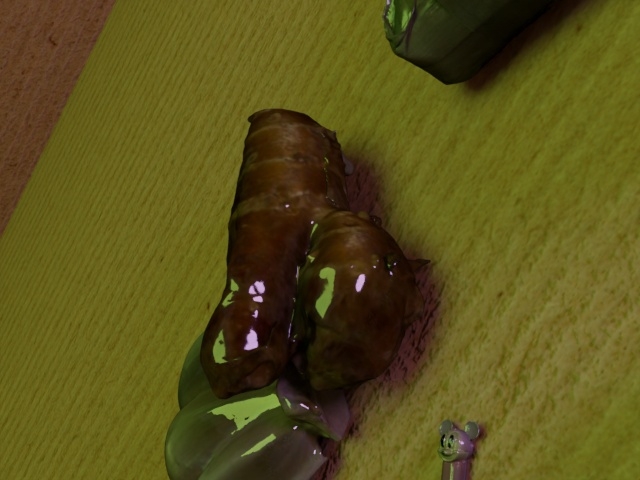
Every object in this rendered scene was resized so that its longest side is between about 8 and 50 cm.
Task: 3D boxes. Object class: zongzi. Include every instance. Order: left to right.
[{"bbox_3d":[0.209,-0.400,0.862,0.323,0.160,0.360,-32,42,32],"label":"zongzi"}]

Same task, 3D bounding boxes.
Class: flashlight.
[{"bbox_3d":[0.129,0.232,0.731,0.052,0.031,0.110,-12,63,49],"label":"flashlight"}]

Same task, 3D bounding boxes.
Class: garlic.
[{"bbox_3d":[-0.101,0.220,0.963,0.325,0.132,0.278,-35,39,31],"label":"garlic"}]

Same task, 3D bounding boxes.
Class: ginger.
[{"bbox_3d":[0.000,0.000,0.897,0.176,0.254,0.418,88,-179,-46],"label":"ginger"}]
